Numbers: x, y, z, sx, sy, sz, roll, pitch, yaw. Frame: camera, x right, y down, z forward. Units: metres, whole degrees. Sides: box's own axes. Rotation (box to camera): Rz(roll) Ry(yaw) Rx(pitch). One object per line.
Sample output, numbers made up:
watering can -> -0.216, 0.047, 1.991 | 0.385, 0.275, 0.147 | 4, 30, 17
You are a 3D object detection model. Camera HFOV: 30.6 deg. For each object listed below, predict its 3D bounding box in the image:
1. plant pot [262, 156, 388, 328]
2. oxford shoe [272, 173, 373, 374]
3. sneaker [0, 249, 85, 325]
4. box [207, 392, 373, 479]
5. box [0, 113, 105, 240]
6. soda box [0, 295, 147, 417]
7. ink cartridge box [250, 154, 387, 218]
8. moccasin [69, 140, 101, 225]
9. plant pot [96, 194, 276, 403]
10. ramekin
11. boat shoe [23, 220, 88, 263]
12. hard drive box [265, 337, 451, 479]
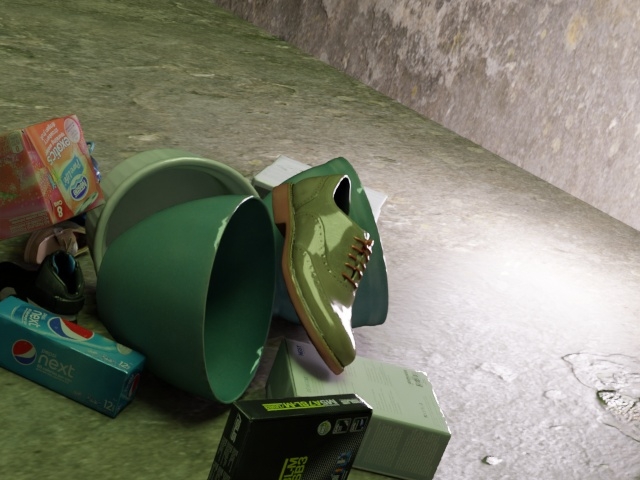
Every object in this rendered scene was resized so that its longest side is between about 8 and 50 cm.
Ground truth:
plant pot -> -0.026, 0.023, 1.960 | 0.196, 0.293, 0.293 | -14, 28, -11
oxford shoe -> 0.017, 0.032, 1.709 | 0.123, 0.130, 0.348 | 57, 15, -52
sneaker -> -0.397, 0.054, 1.680 | 0.079, 0.121, 0.217 | 3, 26, -43
box -> -0.045, 0.269, 1.346 | 0.184, 0.191, 0.045 | 2, 25, -43
box -> -0.485, -0.068, 1.672 | 0.299, 0.142, 0.154 | -14, 8, 21
soda box -> -0.342, 0.152, 1.546 | 0.210, 0.071, 0.067 | 23, 19, 8
ink cartridge box -> -0.002, -0.094, 2.574 | 0.275, 0.060, 0.239 | 21, 18, 6
moccasin -> -0.425, -0.102, 1.901 | 0.137, 0.117, 0.342 | 9, -7, -7
plant pot -> -0.199, 0.072, 1.647 | 0.195, 0.290, 0.290 | 6, 15, 16
ramekin -> -0.230, -0.011, 1.813 | 0.277, 0.277, 0.135 | 10, 14, -28
boat shoe -> -0.417, 0.005, 1.884 | 0.059, 0.063, 0.170 | 18, 18, 12
hard drive box -> 0.049, 0.241, 1.670 | 0.232, 0.089, 0.181 | 16, 19, -13
